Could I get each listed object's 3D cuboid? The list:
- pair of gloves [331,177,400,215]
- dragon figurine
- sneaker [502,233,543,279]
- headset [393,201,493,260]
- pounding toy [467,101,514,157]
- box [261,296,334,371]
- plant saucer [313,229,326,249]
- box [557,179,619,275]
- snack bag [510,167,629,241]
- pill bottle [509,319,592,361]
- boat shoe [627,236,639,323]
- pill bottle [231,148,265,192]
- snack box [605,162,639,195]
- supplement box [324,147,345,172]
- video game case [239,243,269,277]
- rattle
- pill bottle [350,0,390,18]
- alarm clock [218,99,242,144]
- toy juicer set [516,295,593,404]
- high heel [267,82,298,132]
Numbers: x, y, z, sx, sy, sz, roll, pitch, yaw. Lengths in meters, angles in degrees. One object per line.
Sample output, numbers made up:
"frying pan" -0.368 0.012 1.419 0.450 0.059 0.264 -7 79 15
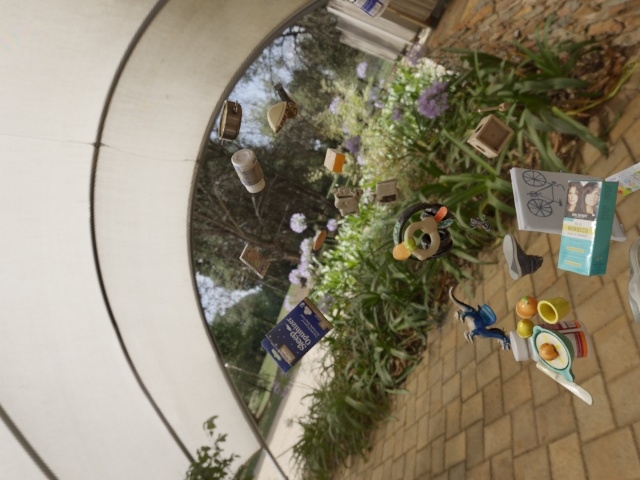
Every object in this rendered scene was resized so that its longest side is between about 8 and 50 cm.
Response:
"pair of gloves" 0.170 -0.161 1.502 0.204 0.240 0.042 46 -147 -67
"dragon figurine" 0.576 0.277 1.505 0.144 0.289 0.085 -26 -5 -3
"sneaker" 0.998 0.063 2.040 0.086 0.163 0.226 -174 70 -78
"headset" 0.498 -0.040 1.706 0.185 0.393 0.244 -137 39 -62
"pounding toy" 0.734 -0.497 1.790 0.206 0.181 0.094 -55 5 1
"box" -0.082 0.313 1.369 0.225 0.136 0.036 -45 -17 1
"plant saucer" 0.000 0.000 1.556 0.083 0.013 0.083 -55 -15 -22
"box" 0.708 -0.036 1.102 0.100 0.060 0.245 -154 64 -69
"snack bag" 0.873 -0.137 1.485 0.037 0.342 0.323 88 -169 -50
"pill bottle" 0.760 0.338 1.379 0.121 0.221 0.121 -11 -90 -75
"boat shoe" 0.864 0.092 1.065 0.103 0.118 0.320 -11 22 44
"pill bottle" -0.235 -0.228 1.373 0.137 0.078 0.078 72 -146 -51
"snack box" 1.168 -0.229 1.549 0.141 0.100 0.037 -40 31 58
"supplement box" 0.047 -0.272 1.404 0.098 0.036 0.062 -124 44 -62
"video game case" -0.257 0.080 1.631 0.011 0.122 0.087 -31 25 31
"rattle" 0.357 -0.017 1.442 0.200 0.130 0.143 -54 -14 -22
"pill bottle" 0.167 -0.942 1.568 0.112 0.186 0.112 -46 31 38
"alarm clock" -0.292 -0.401 1.366 0.192 0.064 0.130 149 125 -64
"toy juicer set" 0.678 0.324 1.262 0.209 0.089 0.329 178 73 -73
"high heel" -0.146 -0.523 1.790 0.186 0.093 0.261 49 -142 -54
